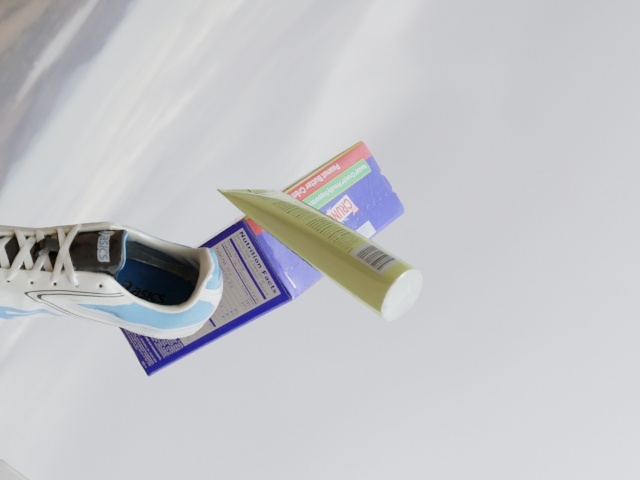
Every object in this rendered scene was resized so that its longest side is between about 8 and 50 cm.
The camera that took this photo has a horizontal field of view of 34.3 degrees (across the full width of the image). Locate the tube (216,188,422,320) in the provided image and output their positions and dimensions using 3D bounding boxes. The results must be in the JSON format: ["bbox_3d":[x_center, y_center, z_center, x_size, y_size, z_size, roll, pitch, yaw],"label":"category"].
[{"bbox_3d":[0.000,0.000,1.090,0.240,0.070,0.062,34,-109,32],"label":"tube"}]

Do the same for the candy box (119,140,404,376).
[{"bbox_3d":[-0.085,0.026,1.357,0.317,0.122,0.268,-29,-176,42],"label":"candy box"}]

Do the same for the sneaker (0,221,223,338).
[{"bbox_3d":[-0.185,0.017,0.736,0.086,0.237,0.085,114,-23,-47],"label":"sneaker"}]

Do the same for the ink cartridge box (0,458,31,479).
[{"bbox_3d":[-0.149,0.159,0.395,0.104,0.060,0.180,-55,177,22],"label":"ink cartridge box"}]
